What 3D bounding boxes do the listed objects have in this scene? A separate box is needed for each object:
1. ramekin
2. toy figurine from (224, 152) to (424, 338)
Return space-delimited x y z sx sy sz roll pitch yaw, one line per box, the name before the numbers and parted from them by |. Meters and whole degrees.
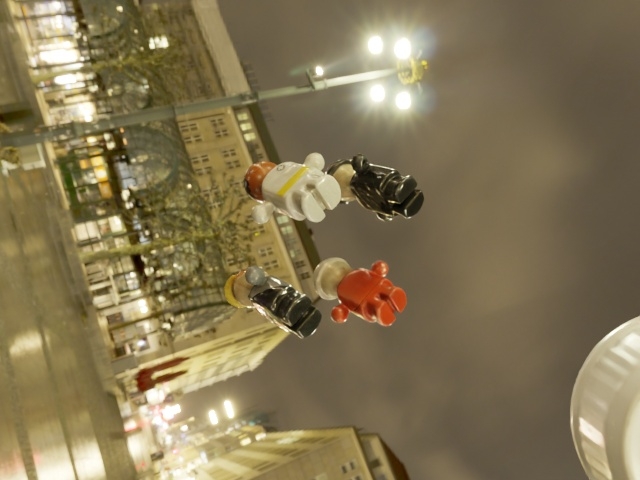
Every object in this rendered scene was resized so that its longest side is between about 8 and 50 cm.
ramekin | 0.416 0.208 0.569 0.127 0.273 0.272 16 53 -74
toy figurine | 0.000 0.000 0.652 0.148 0.210 0.212 23 -69 49
